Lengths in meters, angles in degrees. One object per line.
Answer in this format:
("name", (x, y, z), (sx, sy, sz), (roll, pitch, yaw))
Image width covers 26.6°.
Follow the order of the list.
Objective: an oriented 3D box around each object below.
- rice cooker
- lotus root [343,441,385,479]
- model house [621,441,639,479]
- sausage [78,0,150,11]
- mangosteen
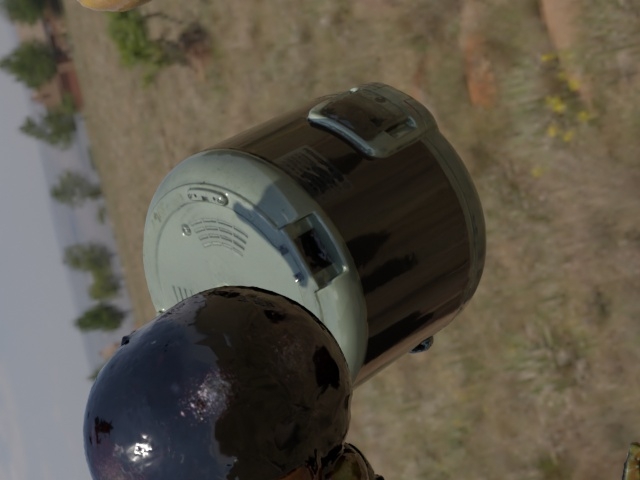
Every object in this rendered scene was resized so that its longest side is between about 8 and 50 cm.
("rice cooker", (0.000, 0.000, 1.532), (0.335, 0.325, 0.335), (22, 126, 35))
("lotus root", (-0.066, 0.279, 1.451), (0.160, 0.275, 0.152), (-92, 10, -71))
("model house", (0.515, 0.395, 1.817), (0.268, 0.239, 0.173), (55, -134, -66))
("sausage", (-0.171, -0.375, 1.562), (0.116, 0.134, 0.354), (40, 131, -5))
("mangosteen", (-0.057, 0.159, 1.025), (0.250, 0.211, 0.211), (53, 169, 1))
